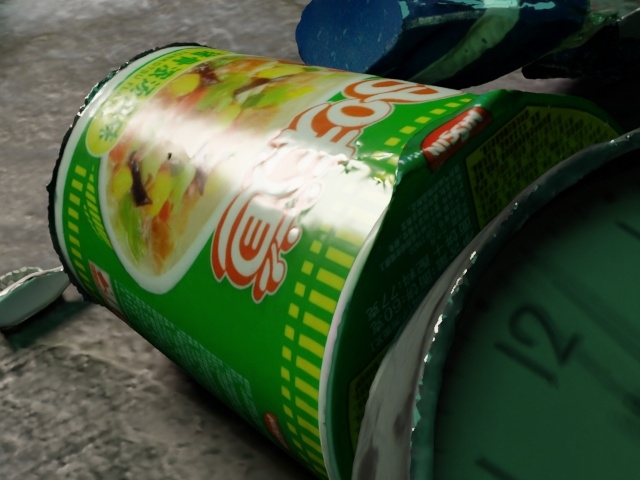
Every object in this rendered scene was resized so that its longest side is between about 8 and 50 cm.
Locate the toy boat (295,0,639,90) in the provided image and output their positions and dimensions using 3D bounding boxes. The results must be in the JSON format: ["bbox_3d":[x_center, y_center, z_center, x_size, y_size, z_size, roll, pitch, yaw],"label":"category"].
[{"bbox_3d":[0.132,-0.110,0.829,0.291,0.070,0.210,-1,5,0],"label":"toy boat"}]

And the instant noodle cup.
[{"bbox_3d":[0.000,0.000,0.745,0.207,0.207,0.232,-41,43,-24],"label":"instant noodle cup"}]

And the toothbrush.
[{"bbox_3d":[-0.064,-0.032,0.905,0.288,0.024,0.026,-33,33,-16],"label":"toothbrush"}]

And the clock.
[{"bbox_3d":[0.174,0.104,0.577,0.325,0.067,0.325,5,64,-11],"label":"clock"}]
